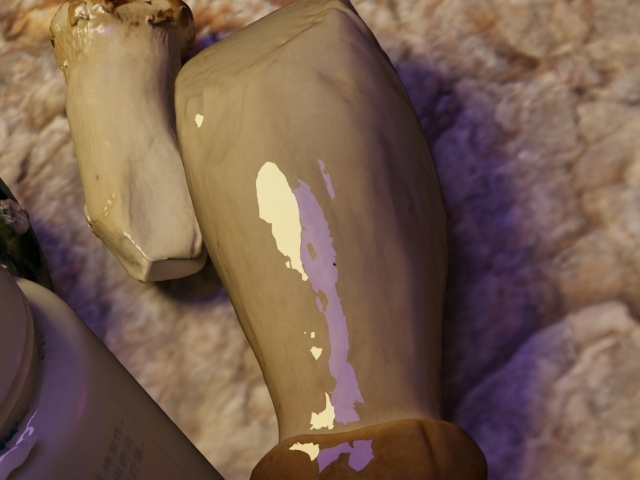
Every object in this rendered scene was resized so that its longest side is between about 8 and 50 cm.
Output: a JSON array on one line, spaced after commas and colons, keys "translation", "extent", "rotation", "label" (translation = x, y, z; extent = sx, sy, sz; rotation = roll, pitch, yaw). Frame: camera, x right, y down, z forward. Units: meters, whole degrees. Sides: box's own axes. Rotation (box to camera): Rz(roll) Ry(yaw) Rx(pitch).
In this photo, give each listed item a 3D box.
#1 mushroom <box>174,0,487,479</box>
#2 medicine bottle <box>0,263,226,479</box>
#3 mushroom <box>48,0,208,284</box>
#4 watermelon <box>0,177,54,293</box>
[{"translation": [0.000, 0.000, 0.975], "extent": [0.128, 0.128, 0.350], "rotation": [-19, 53, 12], "label": "mushroom"}, {"translation": [-0.143, 0.096, 0.874], "extent": [0.143, 0.258, 0.143], "rotation": [-14, 50, 17], "label": "medicine bottle"}, {"translation": [-0.099, -0.056, 1.103], "extent": [0.084, 0.071, 0.209], "rotation": [-1, 51, -15], "label": "mushroom"}, {"translation": [-0.241, -0.008, 1.010], "extent": [0.175, 0.188, 0.322], "rotation": [-15, 35, 1], "label": "watermelon"}]
